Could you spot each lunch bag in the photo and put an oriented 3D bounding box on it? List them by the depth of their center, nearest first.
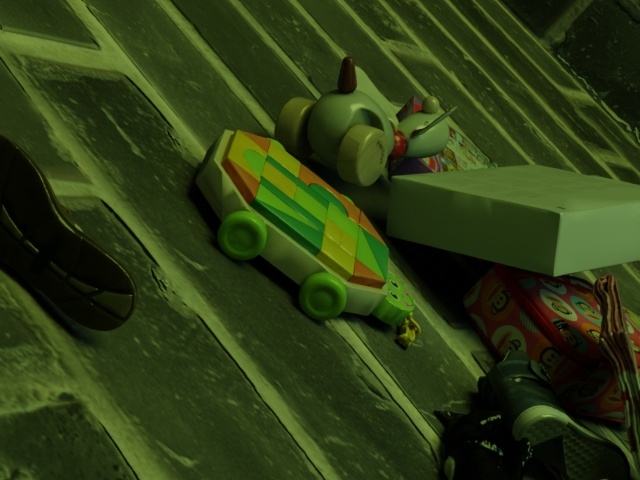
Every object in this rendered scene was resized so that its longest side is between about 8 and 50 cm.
[{"bbox_3d":[0.343,0.129,2.075,0.293,0.120,0.258,16,28,-45],"label":"lunch bag"}]

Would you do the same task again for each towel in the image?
[{"bbox_3d":[0.402,0.228,1.850,0.237,0.037,0.329,-61,136,-72],"label":"towel"}]

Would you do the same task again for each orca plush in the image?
[{"bbox_3d":[0.209,0.257,1.593,0.151,0.102,0.287,38,21,-11],"label":"orca plush"}]

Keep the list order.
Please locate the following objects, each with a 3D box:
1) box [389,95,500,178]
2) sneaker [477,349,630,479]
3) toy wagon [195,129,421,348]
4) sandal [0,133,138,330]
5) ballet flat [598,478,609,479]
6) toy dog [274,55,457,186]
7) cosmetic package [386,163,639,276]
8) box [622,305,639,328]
[{"bbox_3d":[0.208,-0.113,2.381,0.201,0.057,0.293,39,21,-12],"label":"box"},{"bbox_3d":[0.289,0.228,1.819,0.226,0.086,0.163,41,8,-36],"label":"sneaker"},{"bbox_3d":[0.000,0.000,1.777,0.344,0.068,0.267,37,22,-12],"label":"toy wagon"},{"bbox_3d":[-0.250,-0.006,1.332,0.219,0.090,0.060,42,4,3],"label":"sandal"},{"bbox_3d":[0.324,0.352,1.653,0.080,0.073,0.232,35,22,-17],"label":"ballet flat"},{"bbox_3d":[0.077,-0.186,2.055,0.220,0.161,0.334,18,18,10],"label":"toy dog"},{"bbox_3d":[0.321,-0.036,2.092,0.284,0.097,0.377,12,13,40],"label":"cosmetic package"},{"bbox_3d":[0.540,0.172,2.431,0.179,0.043,0.105,33,23,-28],"label":"box"}]
